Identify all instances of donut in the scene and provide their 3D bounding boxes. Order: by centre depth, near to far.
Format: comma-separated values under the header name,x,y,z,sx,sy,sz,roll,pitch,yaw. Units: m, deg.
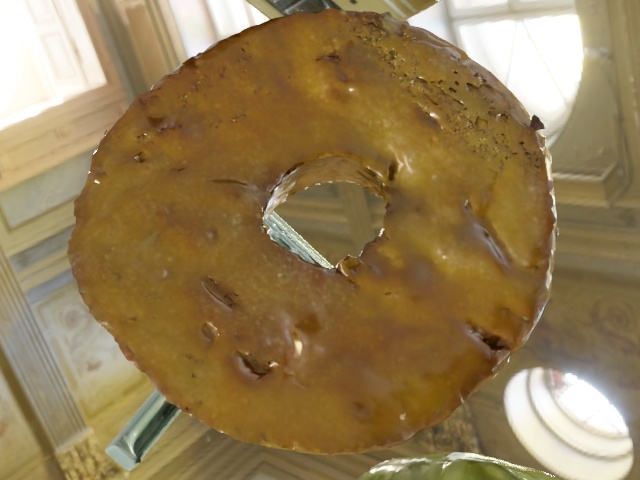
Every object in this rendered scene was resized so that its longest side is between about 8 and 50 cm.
name,x,y,z,sx,sy,sz,roll,pitch,yaw
donut,0.002,-0.001,0.494,0.277,0.108,0.278,0,-116,0

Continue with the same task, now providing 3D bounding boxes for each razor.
name,x,y,z,sx,sy,sz,roll,pitch,yaw
razor,-0.095,0.093,0.755,0.278,0.111,0.056,-50,-173,-30

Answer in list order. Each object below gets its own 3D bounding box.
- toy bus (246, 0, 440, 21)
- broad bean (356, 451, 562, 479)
name,x,y,z,sx,sy,sz,roll,pitch,yaw
toy bus,-0.059,-0.319,0.645,0.201,0.365,0.177,-18,-132,46
broad bean,0.132,0.262,0.645,0.119,0.238,0.291,-50,-176,-32
